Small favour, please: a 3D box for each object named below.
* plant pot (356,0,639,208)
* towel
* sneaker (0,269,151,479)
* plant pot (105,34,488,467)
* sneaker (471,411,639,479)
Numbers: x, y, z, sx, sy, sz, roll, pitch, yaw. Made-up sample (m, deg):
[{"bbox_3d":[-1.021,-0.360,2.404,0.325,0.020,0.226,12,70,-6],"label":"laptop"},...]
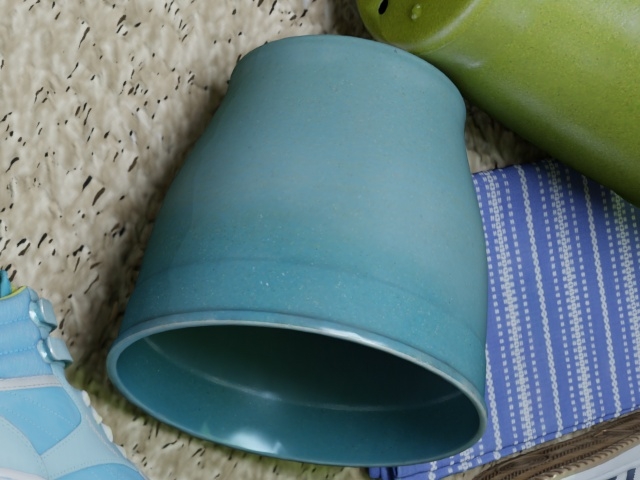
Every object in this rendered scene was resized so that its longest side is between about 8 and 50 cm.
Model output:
[{"bbox_3d":[0.230,-0.212,1.477,0.353,0.366,0.367,16,81,-31],"label":"plant pot"},{"bbox_3d":[0.160,0.059,1.625,0.336,0.040,0.243,-12,95,-36],"label":"towel"},{"bbox_3d":[-0.181,0.133,1.336,0.319,0.127,0.208,31,43,-55],"label":"sneaker"},{"bbox_3d":[0.000,0.000,1.389,0.271,0.271,0.255,25,61,-32],"label":"plant pot"},{"bbox_3d":[0.246,0.246,1.640,0.282,0.099,0.153,-15,96,-37],"label":"sneaker"}]
